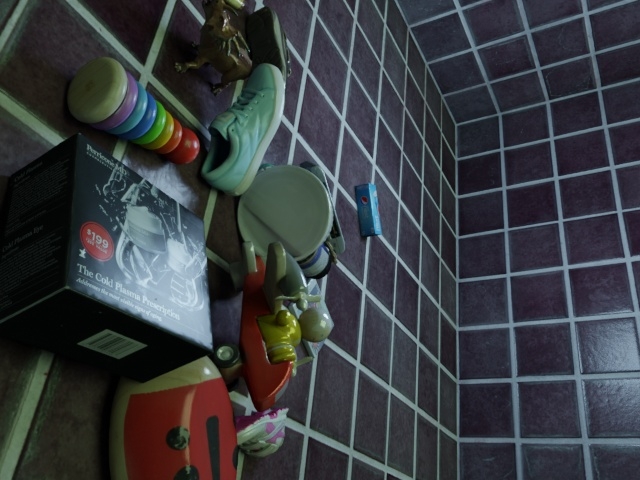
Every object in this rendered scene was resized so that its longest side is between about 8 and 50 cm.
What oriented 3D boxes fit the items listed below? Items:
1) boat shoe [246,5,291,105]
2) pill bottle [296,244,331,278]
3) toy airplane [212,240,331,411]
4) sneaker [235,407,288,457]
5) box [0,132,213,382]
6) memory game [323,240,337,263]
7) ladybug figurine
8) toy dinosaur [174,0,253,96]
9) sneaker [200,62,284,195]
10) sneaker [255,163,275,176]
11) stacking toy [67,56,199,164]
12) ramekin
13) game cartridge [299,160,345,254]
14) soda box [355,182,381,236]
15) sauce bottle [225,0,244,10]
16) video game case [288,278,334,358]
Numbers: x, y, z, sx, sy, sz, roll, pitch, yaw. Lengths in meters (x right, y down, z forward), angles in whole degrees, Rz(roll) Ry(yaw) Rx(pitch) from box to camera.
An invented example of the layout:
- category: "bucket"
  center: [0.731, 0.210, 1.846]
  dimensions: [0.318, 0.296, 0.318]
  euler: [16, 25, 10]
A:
- category: "boat shoe"
  center: [-0.141, -0.550, 1.814]
  dimensions: [0.130, 0.132, 0.356]
  euler: [16, 69, -60]
- category: "pill bottle"
  center: [-0.041, 0.045, 1.797]
  dimensions: [0.219, 0.122, 0.123]
  euler: [51, 37, -64]
- category: "toy airplane"
  center: [-0.108, 0.184, 1.435]
  dimensions: [0.386, 0.272, 0.385]
  euler: [-132, -133, -85]
- category: "sneaker"
  center: [-0.156, 0.496, 1.471]
  dimensions: [0.252, 0.102, 0.111]
  euler: [11, 70, -60]
- category: "box"
  center: [-0.374, 0.045, 1.048]
  dimensions: [0.343, 0.178, 0.313]
  euler: [41, 29, -51]
- category: "memory game"
  center: [0.000, 0.000, 1.891]
  dimensions: [0.012, 0.186, 0.186]
  euler: [-35, 121, -11]
- category: "ladybug figurine"
  center: [-0.280, 0.424, 1.197]
  dimensions: [0.305, 0.161, 0.450]
  euler: [0, 81, -62]
- category: "toy dinosaur"
  center: [-0.242, -0.485, 1.526]
  dimensions: [0.295, 0.200, 0.127]
  euler: [29, 56, -57]
- category: "sneaker"
  center: [-0.207, -0.303, 1.511]
  dimensions: [0.150, 0.135, 0.366]
  euler: [20, 86, -55]
- category: "sneaker"
  center: [-0.122, -0.179, 1.792]
  dimensions: [0.275, 0.106, 0.110]
  euler: [28, 39, -63]
- category: "stacking toy"
  center: [-0.387, -0.256, 1.279]
  dimensions: [0.330, 0.141, 0.141]
  euler: [37, 49, -61]
- category: "ramekin"
  center: [-0.088, -0.069, 1.631]
  dimensions: [0.127, 0.272, 0.273]
  euler: [10, 72, -74]
- category: "game cartridge"
  center: [0.004, -0.115, 1.922]
  dimensions: [0.198, 0.062, 0.298]
  euler: [-116, -171, -73]
- category: "soda box"
  center: [0.196, -0.123, 2.376]
  dimensions: [0.071, 0.067, 0.210]
  euler: [5, 77, -61]
- category: "sauce bottle"
  center: [-0.276, -0.727, 1.711]
  dimensions: [0.128, 0.042, 0.042]
  euler: [19, 65, -58]
- category: "video game case"
  center: [-0.026, 0.246, 1.882]
  dimensions: [0.183, 0.023, 0.202]
  euler: [-52, 127, -55]
